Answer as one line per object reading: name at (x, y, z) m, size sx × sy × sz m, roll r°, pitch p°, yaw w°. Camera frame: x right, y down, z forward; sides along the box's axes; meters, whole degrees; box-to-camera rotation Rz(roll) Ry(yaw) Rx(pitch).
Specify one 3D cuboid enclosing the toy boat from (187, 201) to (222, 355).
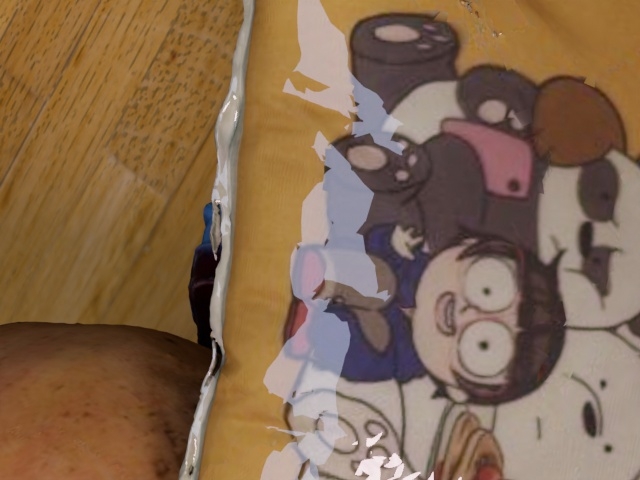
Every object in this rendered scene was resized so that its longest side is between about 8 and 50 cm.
toy boat at (0.047, 0.029, 0.702) m, size 0.223 × 0.100 × 0.097 m, roll 12°, pitch 44°, yaw 23°

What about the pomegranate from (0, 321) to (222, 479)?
pomegranate at (-0.102, 0.186, 0.657) m, size 0.322 × 0.322 × 0.322 m, roll -10°, pitch 73°, yaw 34°

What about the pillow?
pillow at (0.097, 0.032, 0.553) m, size 0.119 × 0.312 × 0.310 m, roll 165°, pitch 113°, yaw -67°
